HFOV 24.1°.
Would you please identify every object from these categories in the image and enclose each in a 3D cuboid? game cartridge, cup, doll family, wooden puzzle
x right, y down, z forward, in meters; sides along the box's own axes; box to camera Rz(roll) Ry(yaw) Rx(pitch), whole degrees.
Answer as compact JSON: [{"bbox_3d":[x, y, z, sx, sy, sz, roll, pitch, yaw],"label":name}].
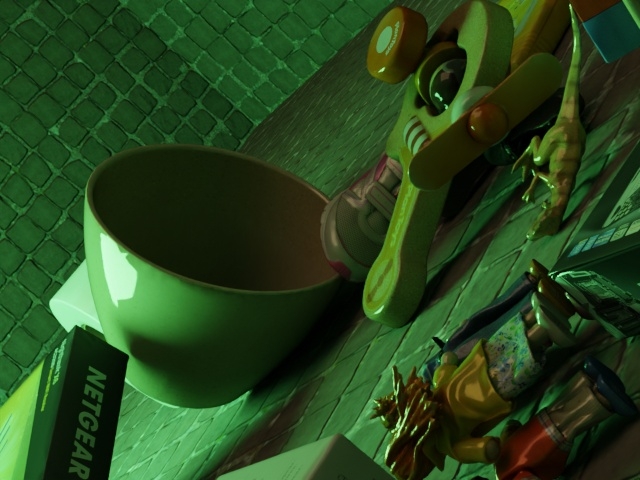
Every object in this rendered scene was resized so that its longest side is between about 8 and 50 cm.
[{"bbox_3d":[0.236,-0.250,2.026,0.285,0.053,0.323,-38,13,46],"label":"game cartridge"},{"bbox_3d":[-0.144,0.065,1.836,0.331,0.331,0.237,-67,-6,-61],"label":"cup"},{"bbox_3d":[0.108,0.095,1.050,0.163,0.118,0.263,-46,10,15],"label":"doll family"},{"bbox_3d":[0.240,-0.311,1.406,0.080,0.348,0.322,-24,18,20],"label":"wooden puzzle"}]

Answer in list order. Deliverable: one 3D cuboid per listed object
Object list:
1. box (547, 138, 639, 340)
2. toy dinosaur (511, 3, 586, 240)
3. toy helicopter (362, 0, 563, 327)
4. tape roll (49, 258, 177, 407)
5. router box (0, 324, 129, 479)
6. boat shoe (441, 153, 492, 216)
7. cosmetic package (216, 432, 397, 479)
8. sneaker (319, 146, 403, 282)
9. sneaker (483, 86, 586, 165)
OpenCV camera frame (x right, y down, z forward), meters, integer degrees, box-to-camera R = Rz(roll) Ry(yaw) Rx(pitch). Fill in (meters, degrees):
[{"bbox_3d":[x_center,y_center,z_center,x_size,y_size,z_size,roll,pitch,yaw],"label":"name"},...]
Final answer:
[{"bbox_3d":[0.308,-0.071,0.951,0.242,0.076,0.307,-52,11,-25],"label":"box"},{"bbox_3d":[0.227,-0.097,1.385,0.112,0.064,0.211,142,137,-76],"label":"toy dinosaur"},{"bbox_3d":[0.126,-0.081,1.544,0.235,0.140,0.355,1,72,65],"label":"toy helicopter"},{"bbox_3d":[-0.247,0.103,2.177,0.169,0.246,0.246,-52,10,-18],"label":"tape roll"},{"bbox_3d":[-0.329,0.278,1.677,0.243,0.081,0.309,-46,24,26],"label":"router box"},{"bbox_3d":[0.168,-0.092,1.709,0.153,0.056,0.048,-57,16,-10],"label":"boat shoe"},{"bbox_3d":[-0.012,0.236,0.936,0.151,0.151,0.184,-54,11,-30],"label":"cosmetic package"},{"bbox_3d":[0.091,-0.058,1.762,0.252,0.103,0.111,-55,10,-31],"label":"sneaker"},{"bbox_3d":[0.217,-0.107,1.558,0.170,0.051,0.089,-34,14,46],"label":"sneaker"}]
